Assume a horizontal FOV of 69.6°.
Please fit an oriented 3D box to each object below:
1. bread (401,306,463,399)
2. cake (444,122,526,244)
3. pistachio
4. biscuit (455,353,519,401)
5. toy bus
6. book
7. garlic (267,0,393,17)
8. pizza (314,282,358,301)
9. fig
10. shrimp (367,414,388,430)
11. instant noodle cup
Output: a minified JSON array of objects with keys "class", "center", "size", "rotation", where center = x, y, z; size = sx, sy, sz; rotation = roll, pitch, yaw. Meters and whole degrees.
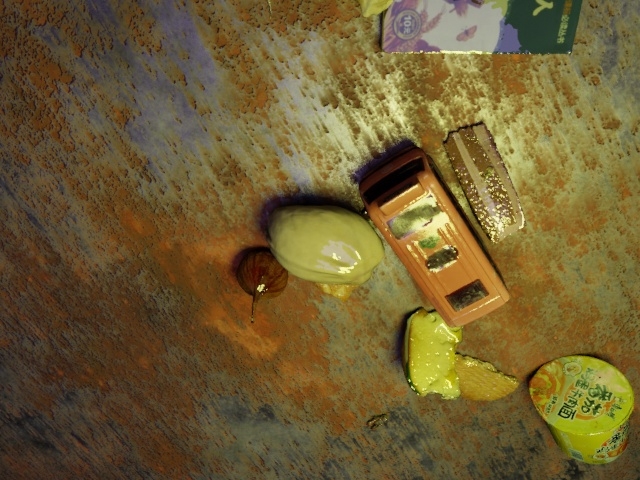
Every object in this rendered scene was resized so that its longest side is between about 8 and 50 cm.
[{"class":"bread","center":[0.321,0.332,1.346],"size":[0.174,0.251,0.133],"rotation":[6,158,0]},{"class":"cake","center":[0.411,-0.146,1.160],"size":[0.116,0.113,0.295],"rotation":[-23,98,11]},{"class":"pistachio","center":[0.000,0.000,1.169],"size":[0.332,0.226,0.207],"rotation":[14,134,18]},{"class":"biscuit","center":[0.488,0.436,1.430],"size":[0.224,0.033,0.144],"rotation":[22,116,-6]},{"class":"toy bus","center":[0.277,-0.005,1.140],"size":[0.203,0.233,0.427],"rotation":[-32,109,17]},{"class":"book","center":[0.350,-0.561,0.991],"size":[0.428,0.039,0.300],"rotation":[1,112,3]},{"class":"garlic","center":[0.031,-0.605,0.926],"size":[0.340,0.231,0.246],"rotation":[21,144,38]},{"class":"pizza","center":[0.057,0.100,1.299],"size":[0.182,0.062,0.161],"rotation":[-8,106,2]},{"class":"fig","center":[-0.172,0.120,1.246],"size":[0.146,0.201,0.133],"rotation":[20,124,2]},{"class":"shrimp","center":[0.185,0.602,1.526],"size":[0.038,0.029,0.092],"rotation":[34,116,-12]},{"class":"instant noodle cup","center":[0.765,0.497,1.331],"size":[0.264,0.264,0.200],"rotation":[-23,118,13]}]
